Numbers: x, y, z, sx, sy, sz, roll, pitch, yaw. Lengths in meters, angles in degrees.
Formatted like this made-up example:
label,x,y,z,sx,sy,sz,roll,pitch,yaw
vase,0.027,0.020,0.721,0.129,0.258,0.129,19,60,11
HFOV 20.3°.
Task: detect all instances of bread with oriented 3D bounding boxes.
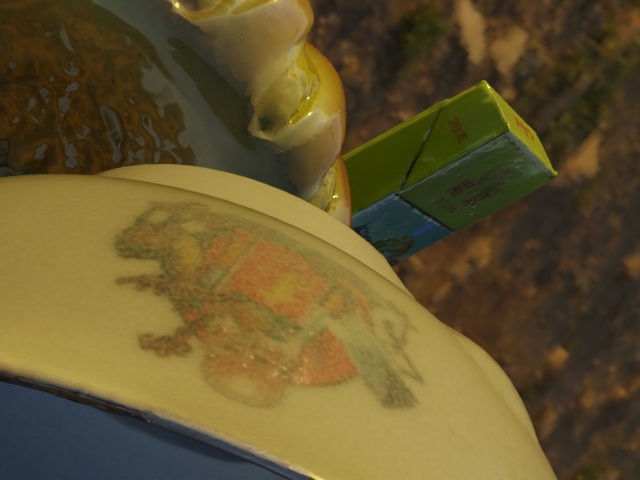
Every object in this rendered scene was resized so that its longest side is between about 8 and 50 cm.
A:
label,x,y,z,sx,sy,sz,roll,pitch,yaw
bread,-0.112,-0.054,1.009,0.160,0.333,0.333,-50,164,-47

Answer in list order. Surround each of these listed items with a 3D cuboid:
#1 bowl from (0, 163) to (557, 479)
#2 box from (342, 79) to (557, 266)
label,x,y,z,sx,sy,sz,roll,pitch,yaw
bowl,-0.052,0.078,0.565,0.345,0.345,0.157,94,13,-53
box,0.000,0.000,1.282,0.335,0.047,0.187,-29,164,12
